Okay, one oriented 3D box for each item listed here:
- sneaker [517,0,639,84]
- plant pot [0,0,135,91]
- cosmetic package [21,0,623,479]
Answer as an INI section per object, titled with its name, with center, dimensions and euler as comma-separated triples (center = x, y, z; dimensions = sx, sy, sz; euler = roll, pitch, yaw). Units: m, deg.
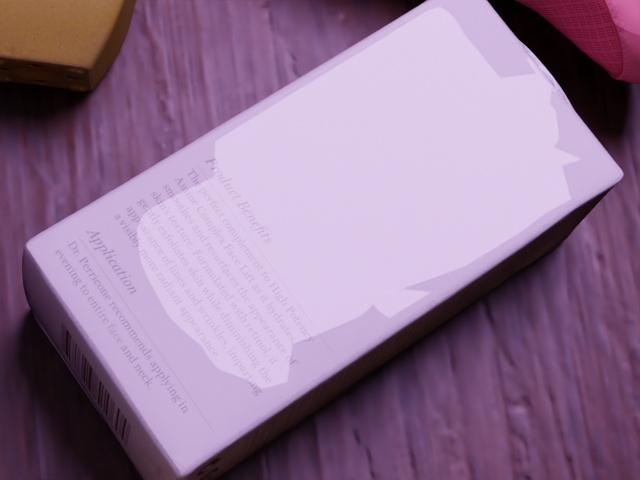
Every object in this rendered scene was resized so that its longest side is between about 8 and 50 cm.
[sneaker]
center = 0.040, -0.171, 0.713
dimensions = 0.136, 0.116, 0.314
euler = -41, 79, -3
[plant pot]
center = -0.120, -0.112, 0.672
dimensions = 0.081, 0.081, 0.083
euler = 7, 83, -6
[cosmetic package]
center = 0.000, 0.000, 0.648
dimensions = 0.231, 0.085, 0.117
euler = -31, 78, -18
